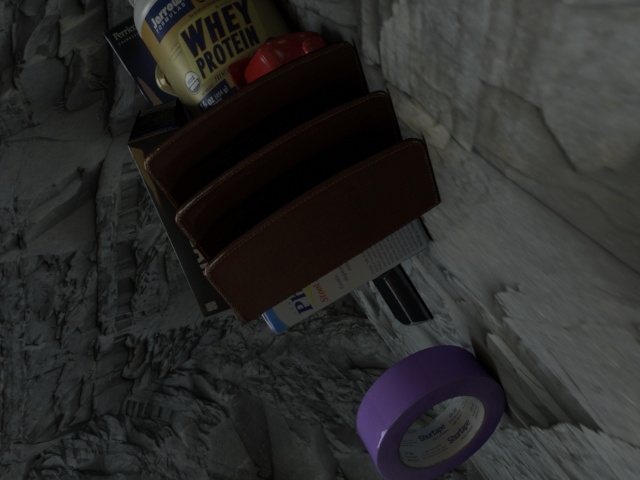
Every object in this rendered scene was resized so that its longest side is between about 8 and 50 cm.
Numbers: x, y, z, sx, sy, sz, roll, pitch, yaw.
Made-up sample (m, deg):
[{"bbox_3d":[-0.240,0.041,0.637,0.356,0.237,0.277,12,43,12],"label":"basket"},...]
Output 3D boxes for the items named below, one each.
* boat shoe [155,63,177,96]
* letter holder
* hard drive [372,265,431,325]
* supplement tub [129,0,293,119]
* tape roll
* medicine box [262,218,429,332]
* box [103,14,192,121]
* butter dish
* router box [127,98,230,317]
[{"bbox_3d":[-0.181,-0.326,1.047,0.089,0.285,0.105,-134,43,-63],"label":"boat shoe"},{"bbox_3d":[-0.033,-0.078,0.656,0.152,0.301,0.214,55,174,44],"label":"letter holder"},{"bbox_3d":[0.193,0.137,1.324,0.172,0.054,0.255,58,176,2],"label":"hard drive"},{"bbox_3d":[-0.171,-0.342,0.898,0.316,0.228,0.228,58,176,-2],"label":"supplement tub"},{"bbox_3d":[0.209,0.333,0.996,0.090,0.274,0.275,53,173,51],"label":"tape roll"},{"bbox_3d":[0.000,0.000,0.931,0.149,0.289,0.263,61,176,-10],"label":"medicine box"},{"bbox_3d":[-0.259,-0.388,1.160,0.294,0.296,0.183,59,177,-20],"label":"box"},{"bbox_3d":[-0.023,-0.231,0.726,0.160,0.159,0.118,58,153,11],"label":"butter dish"},{"bbox_3d":[-0.220,-0.062,0.891,0.243,0.080,0.309,-121,14,-63],"label":"router box"}]
